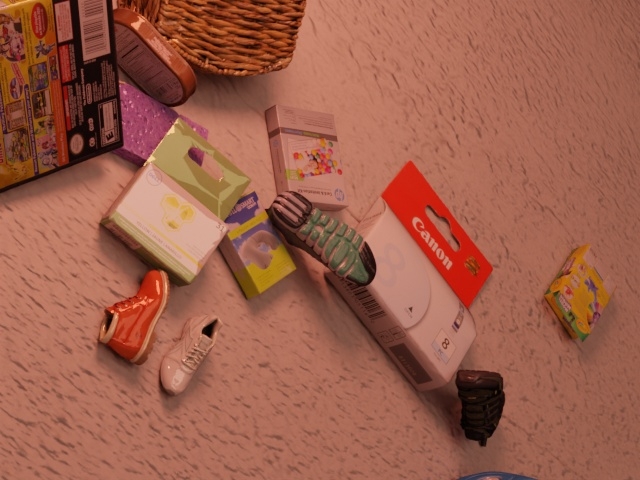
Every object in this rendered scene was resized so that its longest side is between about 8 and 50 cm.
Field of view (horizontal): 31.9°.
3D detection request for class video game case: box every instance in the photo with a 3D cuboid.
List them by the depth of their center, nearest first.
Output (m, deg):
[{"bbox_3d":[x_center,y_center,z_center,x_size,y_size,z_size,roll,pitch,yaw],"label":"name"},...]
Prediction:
[{"bbox_3d":[-0.402,-0.224,1.617,0.248,0.035,0.275,-27,132,-38],"label":"video game case"}]

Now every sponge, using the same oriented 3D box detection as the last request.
[{"bbox_3d":[-0.283,-0.177,1.846,0.210,0.031,0.117,28,57,-32],"label":"sponge"}]

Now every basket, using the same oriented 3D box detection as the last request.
[{"bbox_3d":[-0.207,-0.406,1.969,0.299,0.223,0.214,6,102,-42],"label":"basket"}]

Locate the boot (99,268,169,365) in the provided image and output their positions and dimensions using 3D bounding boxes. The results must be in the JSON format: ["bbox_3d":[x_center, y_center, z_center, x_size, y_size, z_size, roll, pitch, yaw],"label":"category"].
[{"bbox_3d":[-0.284,0.103,1.712,0.084,0.059,0.158,30,56,-25],"label":"boot"}]

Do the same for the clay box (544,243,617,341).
[{"bbox_3d":[0.579,0.121,2.509,0.127,0.053,0.222,55,47,-11],"label":"clay box"}]

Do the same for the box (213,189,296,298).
[{"bbox_3d":[-0.124,-0.003,1.914,0.109,0.042,0.178,-34,98,-45],"label":"box"}]

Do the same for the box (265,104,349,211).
[{"bbox_3d":[-0.025,-0.151,2.071,0.145,0.038,0.186,5,71,-41],"label":"box"}]

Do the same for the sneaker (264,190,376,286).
[{"bbox_3d":[0.000,0.000,1.964,0.223,0.098,0.083,42,67,-8],"label":"sneaker"}]

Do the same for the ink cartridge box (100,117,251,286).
[{"bbox_3d":[-0.220,-0.067,1.803,0.171,0.056,0.235,41,65,-18],"label":"ink cartridge box"}]

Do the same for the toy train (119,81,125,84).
[{"bbox_3d":[-0.432,-0.284,1.713,0.248,0.105,0.143,-14,69,-45],"label":"toy train"}]

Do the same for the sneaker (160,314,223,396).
[{"bbox_3d":[-0.202,0.174,1.755,0.053,0.061,0.152,42,51,-25],"label":"sneaker"}]

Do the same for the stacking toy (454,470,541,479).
[{"bbox_3d":[0.330,0.581,2.034,0.175,0.165,0.302,-10,91,-29],"label":"stacking toy"}]

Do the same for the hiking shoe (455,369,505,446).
[{"bbox_3d":[0.303,0.315,2.101,0.227,0.086,0.114,50,44,-57],"label":"hiking shoe"}]

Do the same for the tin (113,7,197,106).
[{"bbox_3d":[-0.285,-0.298,1.841,0.190,0.106,0.040,46,49,-18],"label":"tin"}]

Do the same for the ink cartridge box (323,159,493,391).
[{"bbox_3d":[0.206,0.051,2.165,0.308,0.091,0.385,51,48,-14],"label":"ink cartridge box"}]
